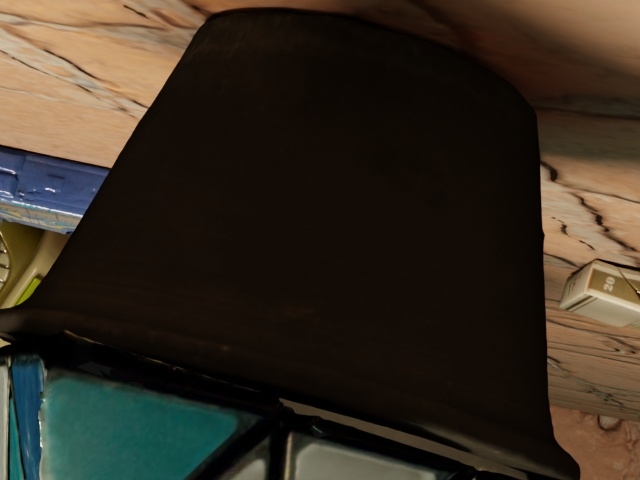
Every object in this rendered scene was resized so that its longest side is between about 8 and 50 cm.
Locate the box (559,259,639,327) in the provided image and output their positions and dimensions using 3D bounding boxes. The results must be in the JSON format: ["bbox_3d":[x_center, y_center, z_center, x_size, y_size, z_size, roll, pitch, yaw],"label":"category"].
[{"bbox_3d":[0.268,0.052,1.099,0.198,0.029,0.109,11,173,1],"label":"box"}]

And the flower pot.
[{"bbox_3d":[0.000,0.000,0.643,0.235,0.148,0.235,13,170,2],"label":"flower pot"}]

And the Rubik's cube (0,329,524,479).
[{"bbox_3d":[-0.010,0.105,0.617,0.234,0.284,0.250,-4,-157,-18],"label":"Rubik's cube"}]

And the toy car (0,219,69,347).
[{"bbox_3d":[-0.323,0.013,1.313,0.198,0.204,0.248,41,163,-25],"label":"toy car"}]

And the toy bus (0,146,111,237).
[{"bbox_3d":[-0.195,-0.035,1.140,0.153,0.051,0.061,12,161,3],"label":"toy bus"}]
